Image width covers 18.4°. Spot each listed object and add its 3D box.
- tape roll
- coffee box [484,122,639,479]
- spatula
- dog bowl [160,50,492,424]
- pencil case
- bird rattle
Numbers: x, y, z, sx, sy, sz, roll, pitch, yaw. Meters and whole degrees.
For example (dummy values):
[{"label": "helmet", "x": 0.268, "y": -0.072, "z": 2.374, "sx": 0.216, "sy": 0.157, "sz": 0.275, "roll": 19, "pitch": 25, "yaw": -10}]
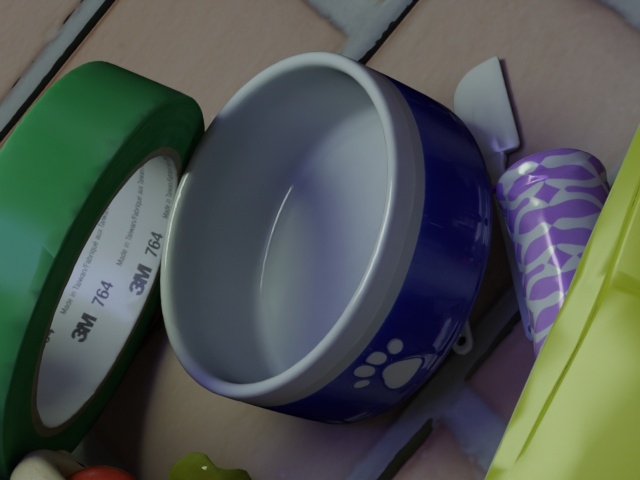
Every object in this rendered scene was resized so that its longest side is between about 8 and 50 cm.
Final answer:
[{"label": "tape roll", "x": -0.192, "y": 0.025, "z": 1.502, "sx": 0.077, "sy": 0.321, "sz": 0.321, "roll": 24, "pitch": 85, "yaw": 11}, {"label": "coffee box", "x": 0.330, "y": 0.134, "z": 1.066, "sx": 0.337, "sy": 0.334, "sz": 0.338, "roll": 21, "pitch": 83, "yaw": 40}, {"label": "spatula", "x": 0.087, "y": -0.009, "z": 1.512, "sx": 0.168, "sy": 0.019, "sz": 0.242, "roll": -22, "pitch": 60, "yaw": 21}, {"label": "dog bowl", "x": 0.000, "y": 0.000, "z": 1.472, "sx": 0.265, "sy": 0.104, "sz": 0.265, "roll": -25, "pitch": 56, "yaw": 42}, {"label": "pencil case", "x": 0.172, "y": 0.035, "z": 1.384, "sx": 0.088, "sy": 0.086, "sz": 0.206, "roll": -19, "pitch": 60, "yaw": 21}, {"label": "bird rattle", "x": -0.139, "y": 0.229, "z": 1.424, "sx": 0.207, "sy": 0.253, "sz": 0.143, "roll": 34, "pitch": 99, "yaw": 0}]
